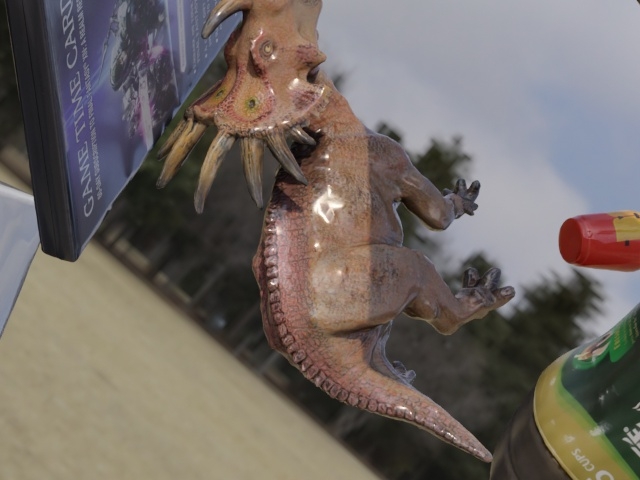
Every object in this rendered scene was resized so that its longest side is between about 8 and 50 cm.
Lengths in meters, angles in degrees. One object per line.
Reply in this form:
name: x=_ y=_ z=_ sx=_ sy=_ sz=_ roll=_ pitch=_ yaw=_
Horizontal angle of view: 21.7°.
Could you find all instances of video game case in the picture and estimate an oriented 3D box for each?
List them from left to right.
video game case: x=-0.089 y=-0.147 z=0.921 sx=0.026 sy=0.274 sz=0.196 roll=18 pitch=-41 yaw=14

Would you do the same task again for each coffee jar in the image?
coffee jar: x=0.143 y=0.043 z=0.552 sx=0.096 sy=0.184 sz=0.079 roll=39 pitch=25 yaw=-2

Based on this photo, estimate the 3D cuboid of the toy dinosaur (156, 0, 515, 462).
toy dinosaur: x=0.000 y=0.000 z=0.977 sx=0.200 sy=0.127 sz=0.295 roll=15 pitch=56 yaw=-51

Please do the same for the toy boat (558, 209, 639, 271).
toy boat: x=0.297 y=0.125 z=1.491 sx=0.148 sy=0.318 sz=0.267 roll=1 pitch=-9 yaw=-24

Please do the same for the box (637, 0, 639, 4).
box: x=0.125 y=-0.189 z=0.795 sx=0.164 sy=0.021 sz=0.201 roll=45 pitch=25 yaw=-34

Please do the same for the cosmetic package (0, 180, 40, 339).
cosmetic package: x=-0.448 y=0.041 z=1.046 sx=0.394 sy=0.329 sz=0.327 roll=21 pitch=0 yaw=14
